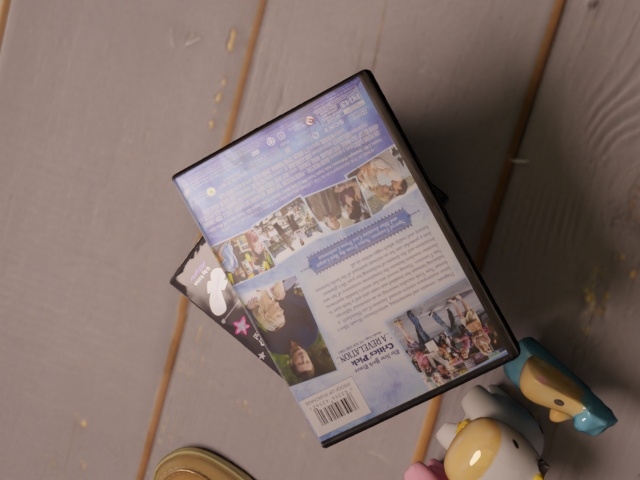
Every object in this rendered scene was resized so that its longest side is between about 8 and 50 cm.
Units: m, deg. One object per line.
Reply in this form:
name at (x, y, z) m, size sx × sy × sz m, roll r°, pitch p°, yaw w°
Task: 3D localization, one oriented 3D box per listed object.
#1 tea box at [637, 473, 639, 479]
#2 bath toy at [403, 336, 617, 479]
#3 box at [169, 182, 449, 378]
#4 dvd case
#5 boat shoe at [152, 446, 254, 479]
tea box at (0.470, 0.339, 1.092) m, size 0.329 × 0.220 × 0.324 m, roll -19°, pitch 94°, yaw 17°
bath toy at (0.129, 0.258, 1.207) m, size 0.129 × 0.151 × 0.348 m, roll 42°, pitch 109°, yaw 21°
box at (0.000, 0.000, 1.150) m, size 0.142 × 0.247 × 0.163 m, roll 39°, pitch 107°, yaw 5°
dvd case at (0.020, 0.018, 1.008) m, size 0.180 × 0.022 × 0.253 m, roll -27°, pitch 95°, yaw 15°
boat shoe at (-0.074, 0.335, 1.309) m, size 0.104 × 0.089 × 0.285 m, roll -42°, pitch 86°, yaw 18°
